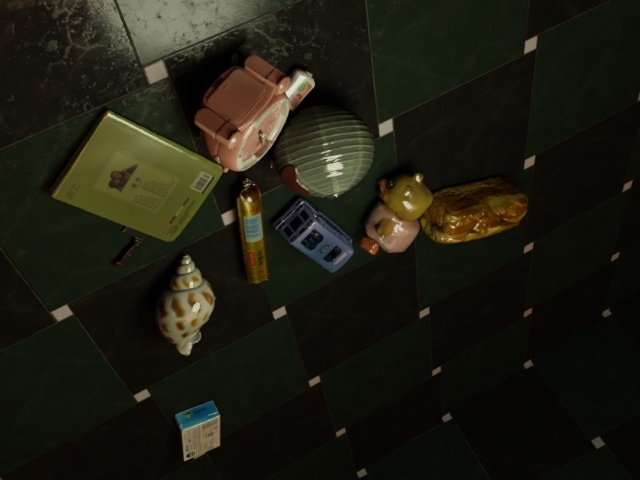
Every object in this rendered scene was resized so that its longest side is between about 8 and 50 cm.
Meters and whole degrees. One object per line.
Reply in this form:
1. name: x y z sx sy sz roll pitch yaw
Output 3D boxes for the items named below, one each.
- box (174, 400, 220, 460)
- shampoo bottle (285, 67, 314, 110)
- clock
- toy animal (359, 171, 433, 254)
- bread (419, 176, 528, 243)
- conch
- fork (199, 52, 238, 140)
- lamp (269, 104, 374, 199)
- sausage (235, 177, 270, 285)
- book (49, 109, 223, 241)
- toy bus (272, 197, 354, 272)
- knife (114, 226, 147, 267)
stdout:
1. box: -0.420 0.655 2.434 0.139 0.073 0.194 -17 138 -24
2. shampoo bottle: -0.058 -0.368 1.701 0.099 0.043 0.072 -47 142 12
3. clock: -0.178 -0.273 1.617 0.227 0.142 0.241 -51 167 -15
4. toy animal: 0.230 -0.087 2.114 0.195 0.169 0.281 -58 168 -60
5. bread: 0.498 -0.089 2.297 0.344 0.195 0.149 -13 130 -23
6. conch: -0.369 0.176 1.933 0.149 0.183 0.275 26 109 -3
7. fork: -0.236 -0.329 1.626 0.034 0.028 0.219 8 120 -33
8. lamp: 0.008 -0.214 1.758 0.265 0.233 0.233 -7 133 -43
9. sausage: -0.186 -0.024 1.926 0.082 0.082 0.371 -22 139 -18
10. book: -0.418 -0.141 1.660 0.352 0.035 0.239 25 108 -46
11. toy bus: 0.000 0.000 2.046 0.125 0.133 0.292 -44 141 8
12. knife: -0.452 -0.031 1.765 0.072 0.019 0.245 27 107 -45
